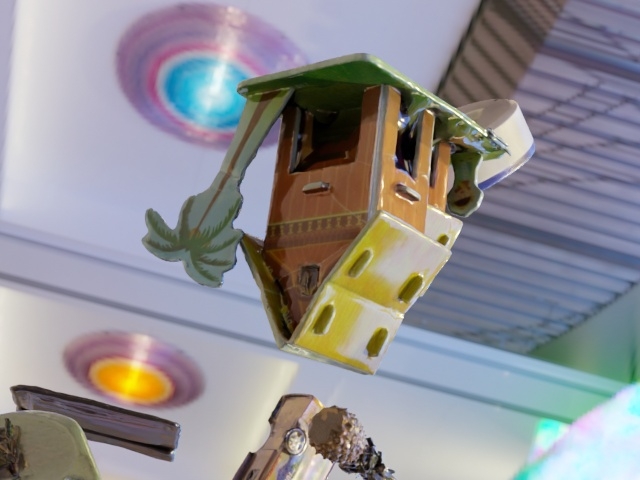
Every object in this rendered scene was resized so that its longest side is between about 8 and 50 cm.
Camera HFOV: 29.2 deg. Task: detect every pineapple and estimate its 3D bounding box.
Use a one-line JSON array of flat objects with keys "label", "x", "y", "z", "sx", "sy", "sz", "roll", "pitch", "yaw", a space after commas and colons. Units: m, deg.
[{"label": "pineapple", "x": 0.046, "y": 0.280, "z": 1.611, "sx": 0.074, "sy": 0.159, "sz": 0.074, "roll": -22, "pitch": -138, "yaw": 22}]

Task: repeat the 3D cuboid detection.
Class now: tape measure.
[{"label": "tape measure", "x": -0.322, "y": 0.235, "z": 1.117, "sx": 0.207, "sy": 0.235, "sz": 0.115, "roll": -132, "pitch": -145, "yaw": -57}]

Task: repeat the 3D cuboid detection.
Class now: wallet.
[{"label": "wallet", "x": -0.323, "y": 0.262, "z": 1.763, "sx": 0.323, "sy": 0.247, "sz": 0.041, "roll": 114, "pitch": -8, "yaw": -69}]

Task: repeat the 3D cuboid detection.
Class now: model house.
[{"label": "model house", "x": 0.000, "y": 0.000, "z": 1.446, "sx": 0.340, "sy": 0.300, "sz": 0.323, "roll": -8, "pitch": -113, "yaw": 38}]

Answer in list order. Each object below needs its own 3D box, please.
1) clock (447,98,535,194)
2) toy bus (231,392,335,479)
[{"label": "clock", "x": 0.192, "y": -0.127, "z": 1.782, "sx": 0.230, "sy": 0.230, "sz": 0.083, "roll": -103, "pitch": 170, "yaw": -75}, {"label": "toy bus", "x": -0.067, "y": 0.352, "z": 1.734, "sx": 0.090, "sy": 0.112, "sz": 0.274, "roll": -7, "pitch": -136, "yaw": 52}]
